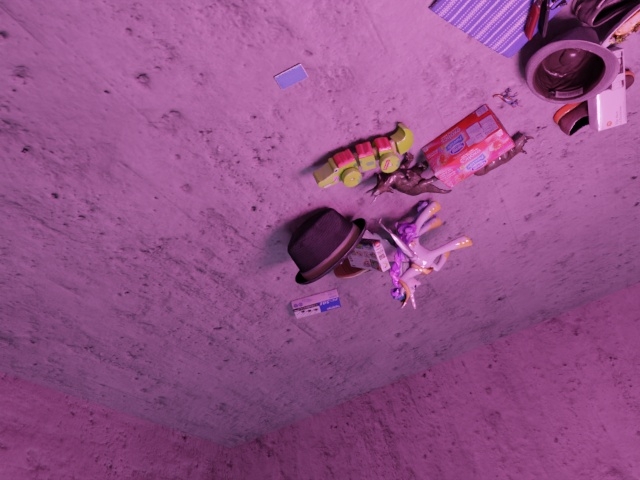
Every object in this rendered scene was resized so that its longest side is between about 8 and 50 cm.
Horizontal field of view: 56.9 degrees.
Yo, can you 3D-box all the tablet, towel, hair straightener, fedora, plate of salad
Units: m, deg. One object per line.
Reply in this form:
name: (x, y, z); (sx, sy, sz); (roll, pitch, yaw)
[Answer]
tablet: (-0.081, -0.452, 1.635); (0.083, 0.006, 0.054); (-23, 144, 12)
towel: (0.489, -0.643, 1.582); (0.336, 0.040, 0.243); (16, 136, -33)
hair straightener: (0.606, -0.640, 1.557); (0.089, 0.047, 0.230); (-10, 140, -3)
fedora: (0.726, -0.521, 1.712); (0.244, 0.124, 0.275); (15, 156, 4)
plate of salad: (0.882, -0.611, 1.688); (0.200, 0.048, 0.200); (-39, 169, -9)
fedora: (0.000, 0.000, 2.108); (0.334, 0.334, 0.152); (-36, 107, 26)

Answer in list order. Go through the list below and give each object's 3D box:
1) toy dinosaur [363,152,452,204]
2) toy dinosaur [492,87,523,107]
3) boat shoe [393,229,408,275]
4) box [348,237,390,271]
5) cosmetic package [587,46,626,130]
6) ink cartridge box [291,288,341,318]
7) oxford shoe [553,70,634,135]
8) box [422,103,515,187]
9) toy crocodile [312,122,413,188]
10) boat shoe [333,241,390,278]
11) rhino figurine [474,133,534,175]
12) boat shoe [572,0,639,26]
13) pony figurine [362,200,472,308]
toy dinosaur: (0.310, -0.209, 2.047); (0.314, 0.120, 0.160); (0, 157, -30)
toy dinosaur: (0.604, -0.452, 1.889); (0.090, 0.047, 0.082); (8, 162, 24)
boat shoe: (0.345, 0.050, 2.406); (0.088, 0.096, 0.267); (-8, 136, -3)
box: (0.162, 0.048, 2.143); (0.036, 0.207, 0.114); (-29, 108, -25)
cosmetic package: (0.893, -0.471, 1.847); (0.099, 0.060, 0.238); (-16, 115, 2)
ink cartridge box: (-0.018, 0.281, 2.611); (0.207, 0.046, 0.097); (-16, 145, -1)
oxford shoe: (0.916, -0.444, 1.948); (0.271, 0.098, 0.097); (-37, 139, 27)
box: (0.483, -0.306, 1.945); (0.257, 0.128, 0.123); (-35, 140, 23)
toy crocodile: (0.136, -0.263, 1.883); (0.341, 0.115, 0.105); (-21, 139, 4)
boat shoe: (0.183, 0.097, 2.404); (0.258, 0.095, 0.095); (-24, 150, 10)
rhino figurine: (0.622, -0.303, 2.050); (0.244, 0.073, 0.106); (-26, 139, 11)
boat shoe: (0.863, -0.686, 1.605); (0.335, 0.095, 0.112); (-26, 143, 14)
pony figurine: (0.329, 0.025, 2.179); (0.363, 0.351, 0.303); (-43, -174, -16)
